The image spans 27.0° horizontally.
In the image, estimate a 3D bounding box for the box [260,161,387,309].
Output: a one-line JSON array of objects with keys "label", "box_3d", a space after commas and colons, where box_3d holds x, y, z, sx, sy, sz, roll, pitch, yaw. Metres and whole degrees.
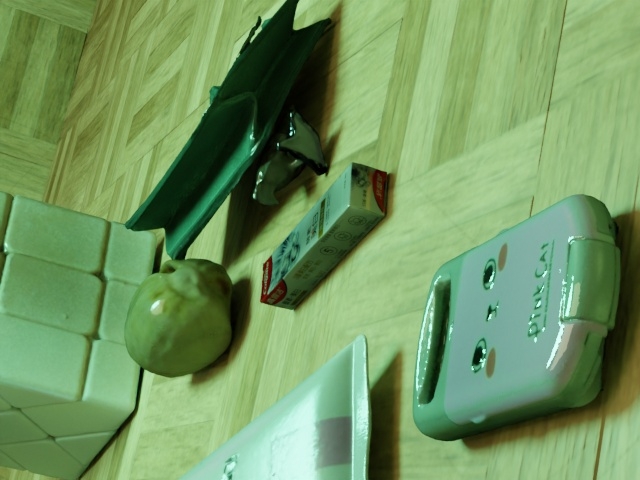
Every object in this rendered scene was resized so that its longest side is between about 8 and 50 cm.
[{"label": "box", "box_3d": [0.000, 0.000, 1.326, 0.218, 0.039, 0.055, 132, 148, -51]}]

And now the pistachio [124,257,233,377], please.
[{"label": "pistachio", "box_3d": [-0.169, 0.096, 1.611, 0.129, 0.131, 0.206, -31, -10, -30]}]

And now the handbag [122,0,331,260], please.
[{"label": "handbag", "box_3d": [-0.116, -0.133, 1.621, 0.326, 0.089, 0.238, -49, 11, 53]}]

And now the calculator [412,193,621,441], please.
[{"label": "calculator", "box_3d": [0.128, 0.059, 0.910, 0.246, 0.045, 0.141, 146, 138, -63]}]

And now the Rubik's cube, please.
[{"label": "Rubik's cube", "box_3d": [-0.457, 0.148, 2.046, 0.322, 0.318, 0.316, 130, 150, -50]}]

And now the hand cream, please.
[{"label": "hand cream", "box_3d": [-0.059, 0.236, 1.194, 0.358, 0.118, 0.185, -43, 35, 44]}]

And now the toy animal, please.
[{"label": "toy animal", "box_3d": [-0.045, -0.095, 1.493, 0.105, 0.070, 0.202, -49, 15, 5]}]
